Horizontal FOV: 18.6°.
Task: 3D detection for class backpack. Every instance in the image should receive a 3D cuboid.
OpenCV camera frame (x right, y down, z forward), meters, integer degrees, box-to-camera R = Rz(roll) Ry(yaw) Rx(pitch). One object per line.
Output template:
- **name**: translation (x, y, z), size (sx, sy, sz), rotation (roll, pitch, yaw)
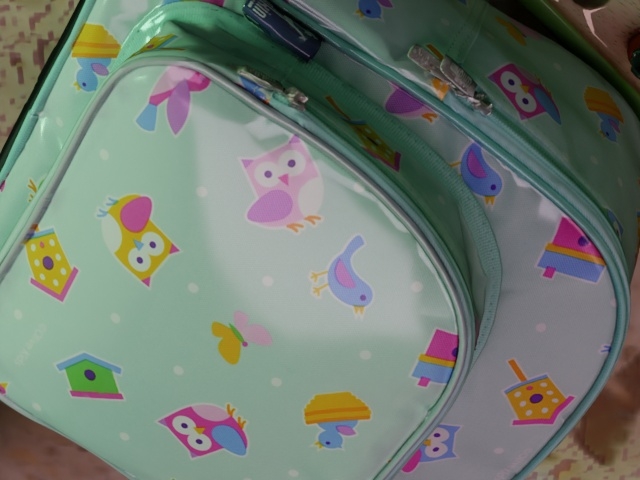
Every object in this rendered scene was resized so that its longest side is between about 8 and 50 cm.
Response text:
- **backpack**: translation (0.000, 0.000, 0.573), size (0.188, 0.144, 0.166), rotation (28, 122, -11)

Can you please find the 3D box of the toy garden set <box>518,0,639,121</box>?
- **toy garden set**: translation (0.200, -0.074, 0.536), size (0.204, 0.049, 0.244), rotation (42, 122, -19)
